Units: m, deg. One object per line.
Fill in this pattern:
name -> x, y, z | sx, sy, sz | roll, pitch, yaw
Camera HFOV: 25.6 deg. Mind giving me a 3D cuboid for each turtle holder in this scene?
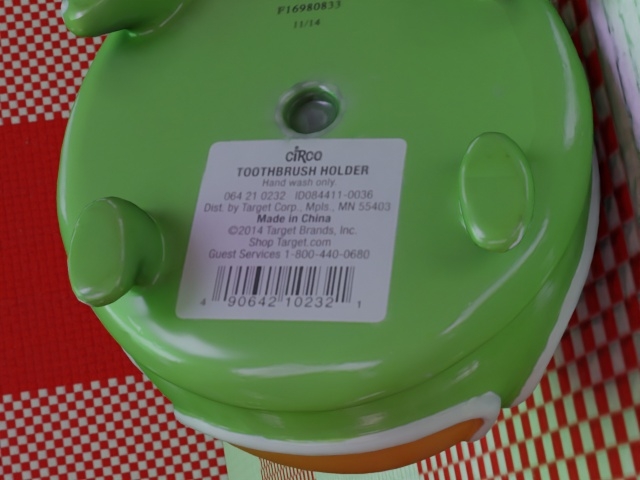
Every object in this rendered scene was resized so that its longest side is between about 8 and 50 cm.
turtle holder -> 0.001, -0.037, 0.681 | 0.227, 0.243, 0.320 | 68, 177, -56
